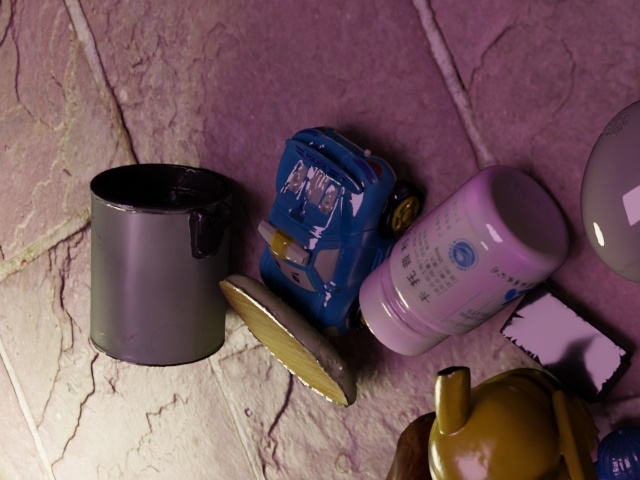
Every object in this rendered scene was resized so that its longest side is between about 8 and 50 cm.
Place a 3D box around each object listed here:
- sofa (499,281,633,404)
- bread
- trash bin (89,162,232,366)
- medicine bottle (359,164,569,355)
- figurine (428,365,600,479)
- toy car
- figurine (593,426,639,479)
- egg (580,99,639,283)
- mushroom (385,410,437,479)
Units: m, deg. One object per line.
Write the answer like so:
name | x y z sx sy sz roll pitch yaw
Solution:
sofa | 0.305 0.122 1.251 0.147 0.060 0.085 39 109 26
bread | -0.044 0.141 1.485 0.267 0.040 0.267 41 165 13
trash bin | -0.252 0.033 1.607 0.277 0.217 0.262 26 120 43
medicine bottle | 0.171 0.032 1.268 0.254 0.152 0.152 -43 74 39
figurine | 0.226 0.240 1.179 0.169 0.327 0.218 -47 73 19
toy car | 0.000 0.000 1.411 0.198 0.166 0.314 38 126 32
figurine | 0.382 0.294 1.213 0.149 0.086 0.087 54 162 12
egg | 0.351 -0.052 1.084 0.146 0.146 0.198 15 106 38
mushroom | 0.161 0.385 1.367 0.254 0.267 0.267 43 133 -10
